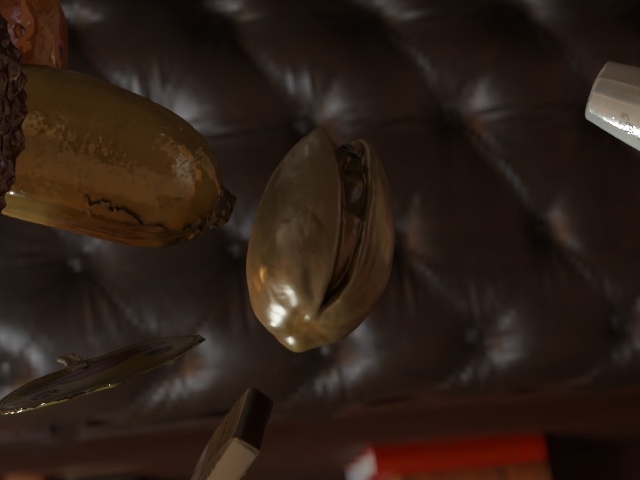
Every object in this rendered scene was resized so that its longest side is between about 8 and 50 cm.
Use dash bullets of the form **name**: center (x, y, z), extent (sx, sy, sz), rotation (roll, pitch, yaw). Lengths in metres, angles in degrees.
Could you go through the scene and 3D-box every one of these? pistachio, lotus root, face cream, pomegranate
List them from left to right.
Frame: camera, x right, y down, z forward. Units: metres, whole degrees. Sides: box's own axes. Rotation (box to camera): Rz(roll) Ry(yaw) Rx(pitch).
- **pomegranate**: center (-0.330, -0.185, 1.858), extent (0.191, 0.191, 0.191), rotation (-8, 161, -3)
- **lotus root**: center (-0.212, -0.078, 1.644), extent (0.303, 0.130, 0.146), rotation (15, 163, 7)
- **pistachio**: center (0.000, 0.000, 1.601), extent (0.124, 0.184, 0.124), rotation (12, 167, 3)
- **face cream**: center (0.277, -0.072, 1.363), extent (0.182, 0.051, 0.072), rotation (24, 135, 16)

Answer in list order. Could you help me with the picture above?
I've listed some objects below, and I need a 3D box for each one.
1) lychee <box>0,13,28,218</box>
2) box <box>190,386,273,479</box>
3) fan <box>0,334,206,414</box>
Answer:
- **lychee**: center (-0.233, -0.061, 0.943), extent (0.194, 0.194, 0.194), rotation (-8, 161, -3)
- **box**: center (-0.091, 0.210, 1.813), extent (0.036, 0.115, 0.177), rotation (32, -170, -3)
- **fan**: center (-0.241, 0.136, 2.058), extent (0.230, 0.011, 0.335), rotation (-19, -173, -15)
